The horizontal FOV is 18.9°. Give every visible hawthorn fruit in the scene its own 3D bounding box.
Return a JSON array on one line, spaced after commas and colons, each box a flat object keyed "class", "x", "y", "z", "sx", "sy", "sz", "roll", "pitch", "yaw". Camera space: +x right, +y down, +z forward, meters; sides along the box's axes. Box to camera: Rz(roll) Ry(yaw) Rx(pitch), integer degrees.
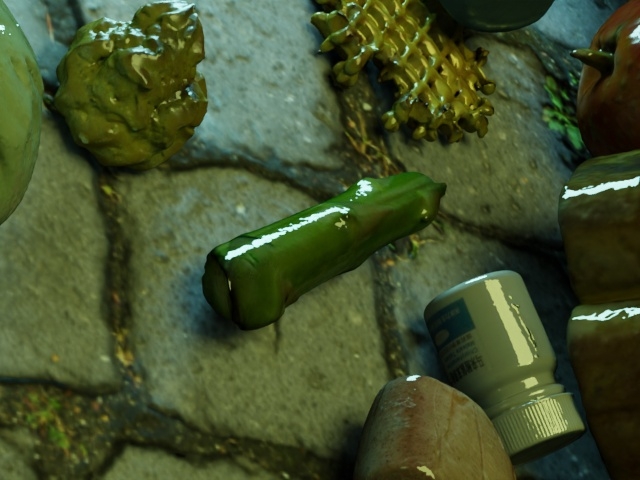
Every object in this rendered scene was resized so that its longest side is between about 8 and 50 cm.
[{"class": "hawthorn fruit", "x": 0.406, "y": -0.159, "z": 2.102, "sx": 0.300, "sy": 0.275, "sz": 0.275, "roll": 19, "pitch": 49, "yaw": -15}]

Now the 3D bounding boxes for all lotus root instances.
[{"class": "lotus root", "x": 0.349, "y": 0.092, "z": 1.903, "sx": 0.375, "sy": 0.111, "sz": 0.390, "roll": 43, "pitch": 39, "yaw": -45}]

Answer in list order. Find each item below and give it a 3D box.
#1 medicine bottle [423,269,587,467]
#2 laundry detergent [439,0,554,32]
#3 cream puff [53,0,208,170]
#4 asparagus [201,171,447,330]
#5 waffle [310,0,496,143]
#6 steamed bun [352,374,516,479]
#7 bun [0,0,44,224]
[{"class": "medicine bottle", "x": 0.171, "y": 0.121, "z": 1.796, "sx": 0.105, "sy": 0.105, "sz": 0.168, "roll": -6, "pitch": 67, "yaw": -45}, {"class": "laundry detergent", "x": 0.138, "y": -0.347, "z": 2.076, "sx": 0.143, "sy": 0.094, "sz": 0.290, "roll": -10, "pitch": 49, "yaw": -30}, {"class": "cream puff", "x": -0.153, "y": -0.139, "z": 1.669, "sx": 0.146, "sy": 0.116, "sz": 0.146, "roll": 28, "pitch": 44, "yaw": -30}, {"class": "asparagus", "x": 0.001, "y": 0.002, "z": 1.738, "sx": 0.343, "sy": 0.085, "sz": 0.082, "roll": -29, "pitch": 88, "yaw": -51}, {"class": "waffle", "x": 0.088, "y": -0.205, "z": 1.992, "sx": 0.232, "sy": 0.051, "sz": 0.228, "roll": 6, "pitch": 56, "yaw": -42}, {"class": "steamed bun", "x": 0.099, "y": 0.205, "z": 1.676, "sx": 0.175, "sy": 0.106, "sz": 0.145, "roll": 45, "pitch": 34, "yaw": -30}, {"class": "bun", "x": -0.318, "y": -0.128, "z": 1.454, "sx": 0.283, "sy": 0.179, "sz": 0.283, "roll": 26, "pitch": 44, "yaw": -29}]
